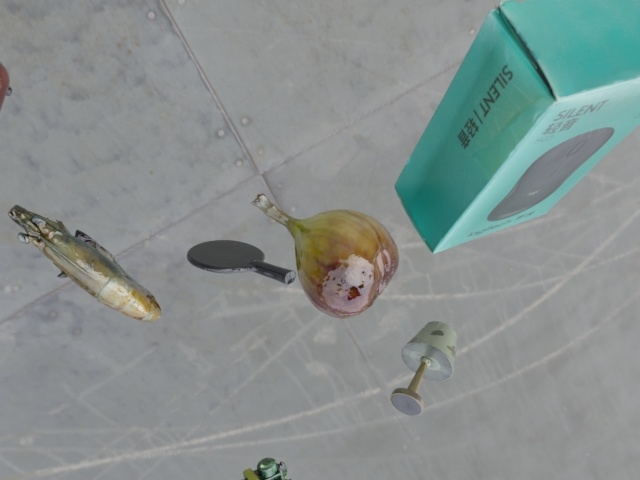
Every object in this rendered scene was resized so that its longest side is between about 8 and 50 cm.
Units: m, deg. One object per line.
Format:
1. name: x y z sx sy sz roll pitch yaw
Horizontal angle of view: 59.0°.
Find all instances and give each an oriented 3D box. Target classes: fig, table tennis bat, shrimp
1. fig: 0.013 -0.003 0.810 0.143 0.231 0.160 -36 174 41
2. table tennis bat: -0.154 0.040 1.108 0.150 0.236 0.027 -26 128 -55
3. shrimp: -0.288 0.026 0.707 0.051 0.150 0.217 -46 116 -4

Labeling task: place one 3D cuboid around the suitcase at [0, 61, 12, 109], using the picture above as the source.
1. suitcase: -0.560 -0.232 0.727 0.236 0.297 0.161 16 109 -51

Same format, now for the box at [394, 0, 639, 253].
1. box: 0.233 -0.122 0.644 0.205 0.118 0.311 -19 158 -21

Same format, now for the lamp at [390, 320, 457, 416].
1. lamp: 0.225 0.277 1.229 0.215 0.121 0.121 -53 157 -42

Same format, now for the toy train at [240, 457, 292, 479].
1. toy train: -0.056 0.268 0.536 0.081 0.050 0.122 -17 105 -22
